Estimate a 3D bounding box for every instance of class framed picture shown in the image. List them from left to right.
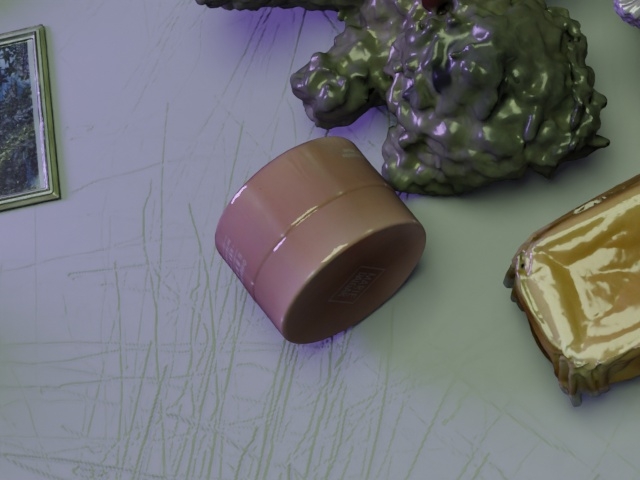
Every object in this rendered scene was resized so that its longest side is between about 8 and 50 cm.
[{"bbox_3d":[-0.319,-0.109,1.714,0.142,0.011,0.183,-12,68,8],"label":"framed picture"}]

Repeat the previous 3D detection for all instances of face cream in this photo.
[{"bbox_3d":[0.000,0.000,1.527,0.149,0.149,0.104,-37,66,-3],"label":"face cream"}]

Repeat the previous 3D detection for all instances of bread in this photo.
[{"bbox_3d":[0.278,0.022,1.480,0.241,0.107,0.136,-28,69,2],"label":"bread"}]

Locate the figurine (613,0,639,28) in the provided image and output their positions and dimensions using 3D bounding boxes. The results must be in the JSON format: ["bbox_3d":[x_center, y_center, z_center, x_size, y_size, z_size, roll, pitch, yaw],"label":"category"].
[{"bbox_3d":[0.322,-0.207,1.549,0.174,0.116,0.240,9,79,-7],"label":"figurine"}]

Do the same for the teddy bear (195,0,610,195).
[{"bbox_3d":[0.107,-0.214,1.555,0.357,0.224,0.367,-39,67,17],"label":"teddy bear"}]
